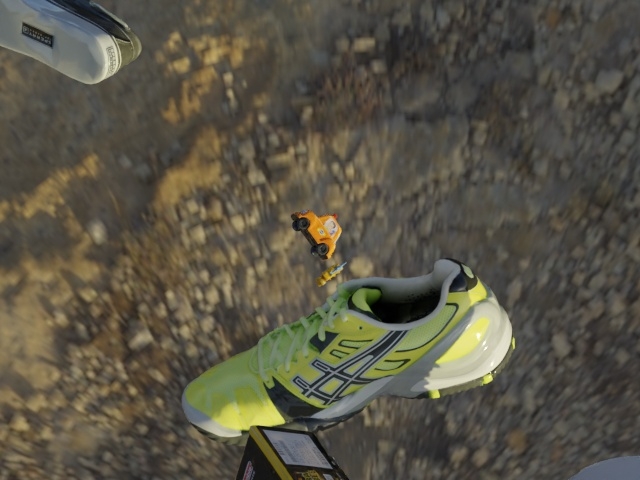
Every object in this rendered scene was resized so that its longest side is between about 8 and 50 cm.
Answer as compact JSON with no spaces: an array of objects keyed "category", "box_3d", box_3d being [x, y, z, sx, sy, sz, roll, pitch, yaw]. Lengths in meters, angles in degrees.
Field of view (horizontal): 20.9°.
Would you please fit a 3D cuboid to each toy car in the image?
[{"category":"toy car","box_3d":[0.000,0.000,1.747,0.040,0.122,0.060,-37,76,-11]}]

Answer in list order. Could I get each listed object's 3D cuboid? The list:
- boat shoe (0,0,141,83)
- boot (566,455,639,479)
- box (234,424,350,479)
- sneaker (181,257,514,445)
[{"category":"boat shoe","box_3d":[-0.279,-0.226,1.738,0.219,0.077,0.070,32,37,17]},{"category":"boot","box_3d":[0.271,0.317,1.855,0.258,0.123,0.095,-30,67,11]},{"category":"box","box_3d":[-0.033,0.371,1.575,0.079,0.257,0.322,7,111,-28]},{"category":"sneaker","box_3d":[0.018,0.115,1.962,0.385,0.147,0.145,-19,37,7]}]
